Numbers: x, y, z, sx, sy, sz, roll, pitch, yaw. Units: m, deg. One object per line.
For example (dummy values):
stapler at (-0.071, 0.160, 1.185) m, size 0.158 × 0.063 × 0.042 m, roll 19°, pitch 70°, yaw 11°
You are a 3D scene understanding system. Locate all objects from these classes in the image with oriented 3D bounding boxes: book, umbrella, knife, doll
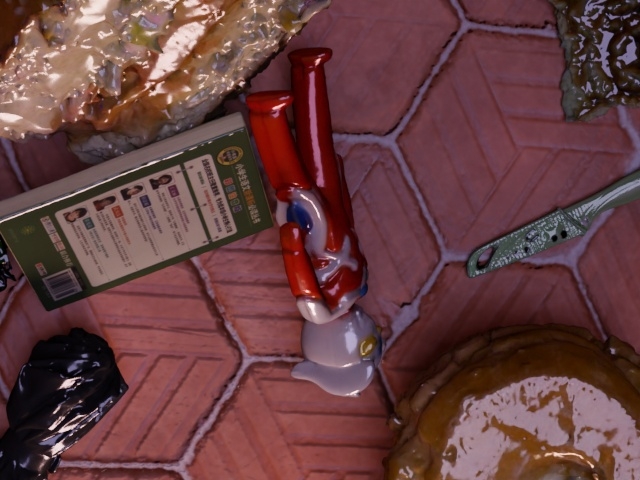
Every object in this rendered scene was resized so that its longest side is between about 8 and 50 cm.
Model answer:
book at (-0.186, -0.024, 1.642) m, size 0.264 × 0.202 × 0.027 m, roll -21°, pitch 59°, yaw -4°
umbrella at (-0.328, 0.244, 1.707) m, size 0.118 × 0.118 × 0.340 m, roll 32°, pitch 99°, yaw -14°
knife at (0.295, -0.028, 1.792) m, size 0.293 × 0.020 × 0.043 m, roll -24°, pitch 105°, yaw -3°
doll at (0.000, 0.000, 1.676) m, size 0.099 × 0.188 × 0.384 m, roll 1°, pitch 119°, yaw 20°

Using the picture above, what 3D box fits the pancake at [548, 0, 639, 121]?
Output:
pancake at (0.355, -0.320, 1.722) m, size 0.304 × 0.067 × 0.427 m, roll -23°, pitch 105°, yaw -2°

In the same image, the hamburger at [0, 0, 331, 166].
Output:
hamburger at (-0.174, -0.290, 1.521) m, size 0.268 × 0.287 × 0.445 m, roll 12°, pitch 134°, yaw -45°

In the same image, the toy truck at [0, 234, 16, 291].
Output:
toy truck at (-0.452, 0.035, 1.648) m, size 0.259 × 0.088 × 0.121 m, roll -17°, pitch 104°, yaw -7°

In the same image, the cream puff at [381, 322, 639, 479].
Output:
cream puff at (0.229, 0.247, 1.724) m, size 0.343 × 0.231 × 0.327 m, roll -39°, pitch 96°, yaw 5°
